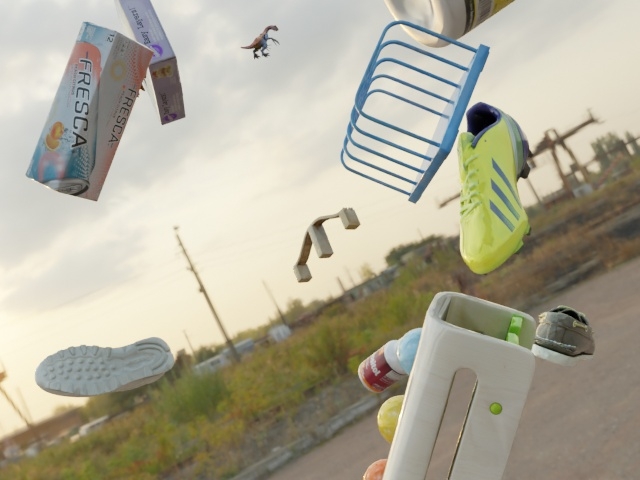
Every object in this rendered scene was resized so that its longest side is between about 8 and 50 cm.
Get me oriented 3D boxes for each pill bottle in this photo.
[{"bbox_3d":[0.260,-0.452,1.137,0.334,0.188,0.188,-36,-3,-12],"label":"pill bottle"},{"bbox_3d":[0.165,0.287,1.766,0.086,0.086,0.152,-18,-21,-51],"label":"pill bottle"}]

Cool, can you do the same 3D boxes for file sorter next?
[{"bbox_3d":[0.089,-0.131,0.789,0.170,0.105,0.118,107,-175,-76],"label":"file sorter"}]

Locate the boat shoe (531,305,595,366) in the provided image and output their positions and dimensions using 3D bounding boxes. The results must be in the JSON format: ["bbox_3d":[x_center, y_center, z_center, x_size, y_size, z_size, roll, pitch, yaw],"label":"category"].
[{"bbox_3d":[0.476,0.177,1.454,0.109,0.091,0.305,17,6,26],"label":"boat shoe"}]

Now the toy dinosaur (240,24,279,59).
[{"bbox_3d":[-0.114,-0.409,1.529,0.047,0.082,0.090,-9,-22,35],"label":"toy dinosaur"}]

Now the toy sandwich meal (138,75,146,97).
[{"bbox_3d":[-0.338,-0.310,1.415,0.029,0.085,0.085,-3,-13,-18],"label":"toy sandwich meal"}]

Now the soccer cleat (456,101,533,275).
[{"bbox_3d":[0.205,-0.072,0.960,0.093,0.121,0.289,-31,25,37],"label":"soccer cleat"}]

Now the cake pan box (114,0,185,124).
[{"bbox_3d":[-0.372,-0.414,1.639,0.070,0.245,0.267,-21,-15,-12],"label":"cake pan box"}]

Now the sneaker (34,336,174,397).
[{"bbox_3d":[-0.364,0.225,1.263,0.235,0.090,0.095,1,-28,-40],"label":"sneaker"}]

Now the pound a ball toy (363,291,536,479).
[{"bbox_3d":[0.131,0.216,0.830,0.136,0.319,0.208,17,15,13],"label":"pound a ball toy"}]

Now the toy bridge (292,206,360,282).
[{"bbox_3d":[0.000,0.000,1.251,0.026,0.063,0.188,-3,-31,-35],"label":"toy bridge"}]

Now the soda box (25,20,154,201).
[{"bbox_3d":[-0.251,-0.139,0.824,0.063,0.058,0.183,16,-84,-61],"label":"soda box"}]
